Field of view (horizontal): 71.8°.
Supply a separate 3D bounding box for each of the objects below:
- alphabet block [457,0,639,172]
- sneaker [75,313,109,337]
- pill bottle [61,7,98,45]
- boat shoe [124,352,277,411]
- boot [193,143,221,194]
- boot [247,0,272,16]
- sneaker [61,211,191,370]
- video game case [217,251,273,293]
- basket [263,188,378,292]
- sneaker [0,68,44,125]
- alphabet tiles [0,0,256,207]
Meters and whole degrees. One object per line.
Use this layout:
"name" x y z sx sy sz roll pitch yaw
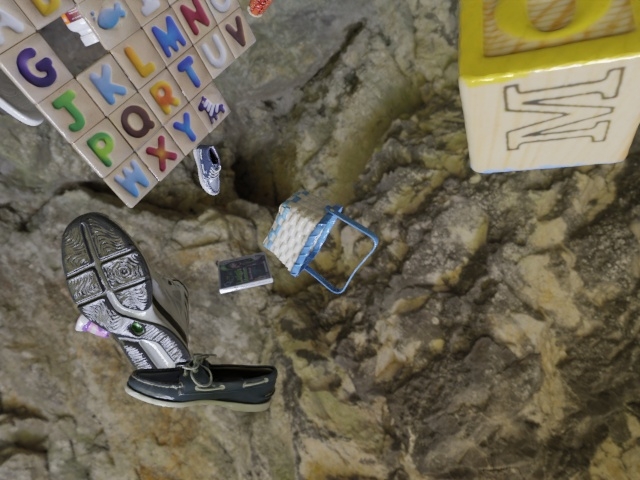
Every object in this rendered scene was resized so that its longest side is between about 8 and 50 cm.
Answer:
"alphabet block" 0.279 -0.218 0.552 0.194 0.197 0.192 -3 -113 22
"sneaker" -0.615 0.203 1.324 0.095 0.105 0.236 -54 -173 34
"pill bottle" -0.491 -0.481 0.893 0.086 0.151 0.086 -15 -145 11
"boat shoe" -0.200 0.243 0.771 0.095 0.255 0.078 -136 -121 -74
"boot" -0.381 -0.243 1.542 0.086 0.189 0.069 14 -140 42
"boot" -0.131 -0.571 1.038 0.084 0.059 0.158 -63 -156 6
"sneaker" -0.455 0.113 1.084 0.169 0.446 0.257 -22 -156 -5
"video game case" -0.260 0.105 1.504 0.174 0.022 0.190 -12 -151 -9
"basket" 0.000 0.000 1.305 0.201 0.289 0.254 -42 168 -52
"sneaker" -0.744 -0.331 0.955 0.147 0.296 0.104 -39 -164 30
"alphabet tiles" -0.158 -0.181 0.416 0.009 0.198 0.237 15 -123 37
